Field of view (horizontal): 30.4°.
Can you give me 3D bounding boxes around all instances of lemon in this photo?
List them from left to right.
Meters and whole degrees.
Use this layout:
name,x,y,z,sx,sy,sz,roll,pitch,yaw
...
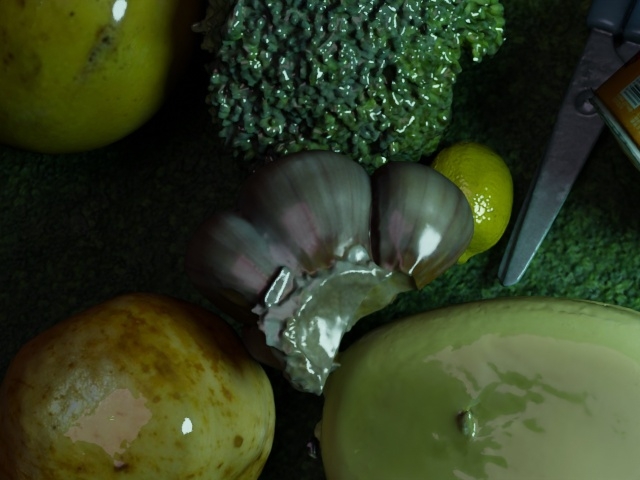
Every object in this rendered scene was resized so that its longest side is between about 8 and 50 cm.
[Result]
name,x,y,z,sx,sy,sz,roll,pitch,yaw
lemon,0.127,-0.033,1.033,0.082,0.082,0.111,3,73,18

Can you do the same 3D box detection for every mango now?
name,x,y,z,sx,sy,sz,roll,pitch,yaw
mango,-0.314,-0.243,1.155,0.445,0.232,0.300,11,105,31

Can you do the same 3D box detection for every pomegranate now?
name,x,y,z,sx,sy,sz,roll,pitch,yaw
pomegranate,-0.155,0.165,0.976,0.248,0.248,0.248,-6,70,15

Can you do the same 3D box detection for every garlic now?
name,x,y,z,sx,sy,sz,roll,pitch,yaw
garlic,0.000,0.000,0.950,0.214,0.160,0.191,-47,20,0

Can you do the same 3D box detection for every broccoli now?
name,x,y,z,sx,sy,sz,roll,pitch,yaw
broccoli,0.014,-0.185,1.035,0.288,0.235,0.260,-17,66,15

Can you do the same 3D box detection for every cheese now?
name,x,y,z,sx,sy,sz,roll,pitch,yaw
cheese,0.139,0.164,0.934,0.315,0.128,0.260,12,78,24

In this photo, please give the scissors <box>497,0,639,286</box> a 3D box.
name,x,y,z,sx,sy,sz,roll,pitch,yaw
scissors,0.258,-0.157,1.062,0.192,0.029,0.447,22,79,23

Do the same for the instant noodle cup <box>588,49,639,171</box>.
name,x,y,z,sx,sy,sz,roll,pitch,yaw
instant noodle cup,0.330,-0.098,0.932,0.172,0.216,0.216,-36,65,12
